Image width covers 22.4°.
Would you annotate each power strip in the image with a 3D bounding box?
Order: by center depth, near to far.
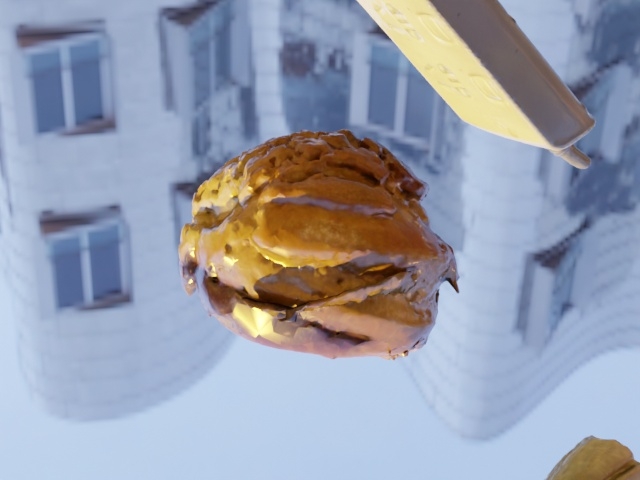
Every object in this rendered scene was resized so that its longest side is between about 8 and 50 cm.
[{"bbox_3d":[0.032,-0.101,0.606,0.027,0.252,0.060,-51,-146,-10],"label":"power strip"}]

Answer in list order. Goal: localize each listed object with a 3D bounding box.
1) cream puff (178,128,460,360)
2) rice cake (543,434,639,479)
[{"bbox_3d":[0.000,0.000,0.739,0.119,0.104,0.133,-2,-159,-45],"label":"cream puff"},{"bbox_3d":[0.063,0.107,0.508,0.029,0.171,0.033,38,-120,12],"label":"rice cake"}]
